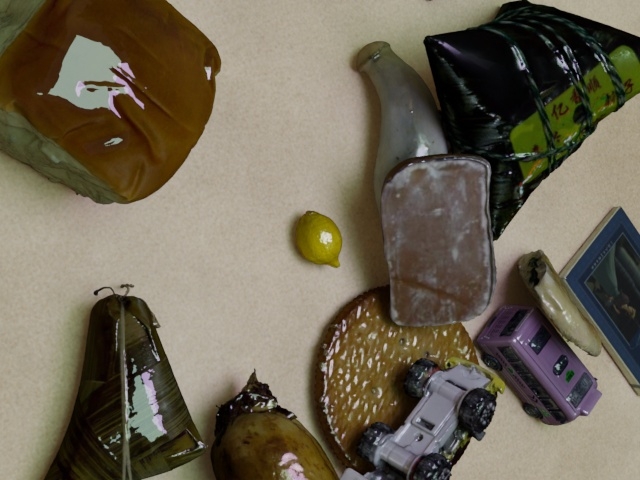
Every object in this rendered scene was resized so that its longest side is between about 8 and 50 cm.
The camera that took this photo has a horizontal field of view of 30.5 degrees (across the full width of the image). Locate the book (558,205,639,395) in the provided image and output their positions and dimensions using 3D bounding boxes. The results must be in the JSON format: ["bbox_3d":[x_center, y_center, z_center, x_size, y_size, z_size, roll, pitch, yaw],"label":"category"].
[{"bbox_3d":[0.525,0.103,1.991,0.191,0.025,0.269,-46,108,-27],"label":"book"}]

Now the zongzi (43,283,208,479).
[{"bbox_3d":[-0.291,0.197,1.445,0.241,0.111,0.247,-20,90,-25],"label":"zongzi"}]

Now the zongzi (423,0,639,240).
[{"bbox_3d":[0.272,-0.245,1.691,0.383,0.319,0.362,-55,139,-19],"label":"zongzi"}]

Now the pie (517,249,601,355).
[{"bbox_3d":[0.372,0.104,1.814,0.052,0.218,0.185,-33,103,9],"label":"pie"}]

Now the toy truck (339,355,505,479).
[{"bbox_3d":[0.144,0.283,1.637,0.286,0.136,0.111,-48,141,-22],"label":"toy truck"}]

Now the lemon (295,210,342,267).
[{"bbox_3d":[0.000,0.000,1.661,0.065,0.065,0.092,-33,100,-29],"label":"lemon"}]

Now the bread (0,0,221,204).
[{"bbox_3d":[-0.279,-0.197,1.419,0.279,0.225,0.250,37,68,-27],"label":"bread"}]

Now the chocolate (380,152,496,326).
[{"bbox_3d":[0.165,-0.009,1.669,0.157,0.080,0.254,-5,112,1],"label":"chocolate"}]

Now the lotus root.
[{"bbox_3d":[-0.047,0.324,1.522,0.141,0.169,0.314,-34,78,0],"label":"lotus root"}]

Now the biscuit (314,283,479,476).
[{"bbox_3d":[0.115,0.214,1.723,0.305,0.038,0.305,4,82,-33],"label":"biscuit"}]

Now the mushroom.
[{"bbox_3d":[0.124,-0.165,1.729,0.118,0.103,0.270,-8,86,12],"label":"mushroom"}]

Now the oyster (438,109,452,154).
[{"bbox_3d":[0.202,-0.144,1.806,0.103,0.051,0.148,-40,107,-46],"label":"oyster"}]

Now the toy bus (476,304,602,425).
[{"bbox_3d":[0.342,0.194,1.821,0.199,0.108,0.096,49,63,-17],"label":"toy bus"}]
